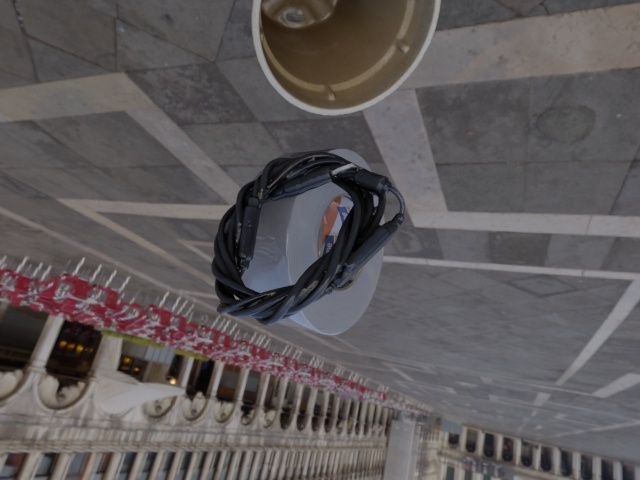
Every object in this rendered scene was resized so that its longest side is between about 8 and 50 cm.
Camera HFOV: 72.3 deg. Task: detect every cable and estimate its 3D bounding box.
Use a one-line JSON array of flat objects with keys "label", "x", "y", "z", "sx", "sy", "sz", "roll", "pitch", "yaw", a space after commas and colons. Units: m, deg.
[{"label": "cable", "x": -0.028, "y": -0.010, "z": 0.386, "sx": 0.151, "sy": 0.184, "sz": 0.047, "roll": 41, "pitch": 169, "yaw": 32}]

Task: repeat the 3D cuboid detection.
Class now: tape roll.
[{"label": "tape roll", "x": 0.000, "y": 0.000, "z": 0.535, "sx": 0.072, "sy": 0.219, "sz": 0.219, "roll": 4, "pitch": 159, "yaw": 33}]

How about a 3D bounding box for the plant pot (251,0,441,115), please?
[{"label": "plant pot", "x": 0.003, "y": -0.461, "z": 0.831, "sx": 0.334, "sy": 0.305, "sz": 0.333, "roll": -13, "pitch": 136, "yaw": -13}]
